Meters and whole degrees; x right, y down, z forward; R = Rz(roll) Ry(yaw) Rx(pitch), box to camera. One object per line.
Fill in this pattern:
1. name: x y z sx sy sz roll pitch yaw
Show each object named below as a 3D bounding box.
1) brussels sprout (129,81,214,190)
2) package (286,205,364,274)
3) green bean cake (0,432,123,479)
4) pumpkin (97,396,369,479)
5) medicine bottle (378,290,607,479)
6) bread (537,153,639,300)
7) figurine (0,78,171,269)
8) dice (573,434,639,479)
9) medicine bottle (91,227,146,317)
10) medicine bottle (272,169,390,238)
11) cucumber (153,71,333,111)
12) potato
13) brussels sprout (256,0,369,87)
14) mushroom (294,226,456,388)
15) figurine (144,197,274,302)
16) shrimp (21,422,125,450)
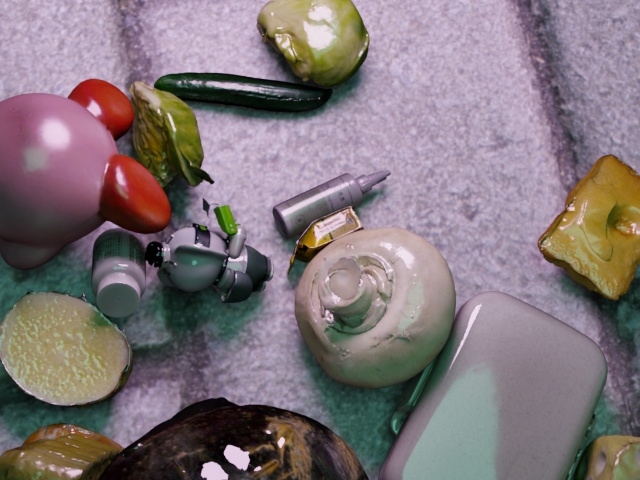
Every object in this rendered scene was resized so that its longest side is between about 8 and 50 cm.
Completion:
1. brussels sprout: -0.229 -0.159 1.917 0.100 0.139 0.181 -12 72 -20
2. package: 0.000 0.000 1.941 0.131 0.071 0.047 -25 76 -13
3. green bean cake: -0.364 0.376 1.664 0.124 0.236 0.233 18 90 7
4. pumpkin: -0.121 0.418 1.602 0.344 0.454 0.454 28 69 28
5. medicine bottle: 0.259 0.274 1.877 0.282 0.123 0.375 28 72 2
6. bread: 0.455 -0.018 2.018 0.160 0.088 0.233 41 69 -1
7. figurine: -0.387 -0.111 1.794 0.261 0.211 0.270 -24 63 4
8. dice: 0.470 0.387 1.855 0.166 0.169 0.169 14 72 -5
9. medicine bottle: -0.293 0.048 1.838 0.079 0.079 0.140 1 31 -9
10. medicine bottle: 0.023 -0.067 1.972 0.199 0.057 0.058 -25 79 -16
11. cucumber: -0.121 -0.235 1.999 0.284 0.056 0.056 4 73 -8
12. potato: -0.367 0.158 1.830 0.200 0.081 0.164 26 80 2
13. brussels sprout: -0.005 -0.331 2.011 0.145 0.131 0.183 -42 76 -1
14. mushroom: 0.069 0.091 1.845 0.246 0.202 0.246 -12 66 28
15. figurine: -0.167 0.030 1.874 0.192 0.147 0.126 11 54 -26
16. shrimp: -0.341 0.335 1.805 0.187 0.051 0.133 17 92 1
